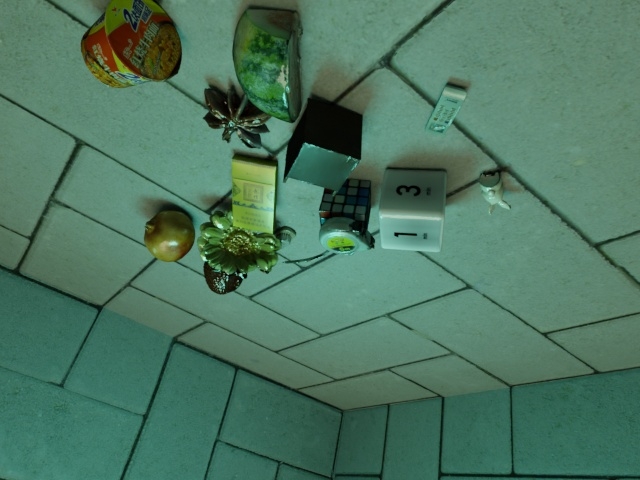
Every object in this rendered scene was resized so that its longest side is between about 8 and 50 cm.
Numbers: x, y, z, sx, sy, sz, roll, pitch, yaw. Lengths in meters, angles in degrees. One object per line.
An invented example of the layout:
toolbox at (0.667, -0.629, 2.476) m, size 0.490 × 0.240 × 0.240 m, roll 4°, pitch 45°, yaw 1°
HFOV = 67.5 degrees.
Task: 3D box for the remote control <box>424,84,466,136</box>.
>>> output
remote control at (0.332, -0.344, 1.281) m, size 0.061 × 0.029 × 0.162 m, roll 16°, pitch 151°, yaw -1°

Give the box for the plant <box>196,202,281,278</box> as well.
plant at (-0.334, 0.030, 1.839) m, size 0.297 × 0.261 × 0.306 m, roll -22°, pitch 117°, yaw 45°

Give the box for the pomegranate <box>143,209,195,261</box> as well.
pomegranate at (-0.606, -0.015, 1.926) m, size 0.209 × 0.209 × 0.209 m, roll 9°, pitch 146°, yaw 6°

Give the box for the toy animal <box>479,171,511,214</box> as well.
toy animal at (0.529, -0.149, 1.461) m, size 0.070 × 0.085 × 0.124 m, roll -20°, pitch 142°, yaw 15°

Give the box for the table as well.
table at (0.005, -0.263, 1.377) m, size 0.169 × 0.173 × 0.193 m, roll 14°, pitch 149°, yaw -15°

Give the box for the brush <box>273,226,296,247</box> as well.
brush at (-0.228, 0.024, 1.980) m, size 0.327 × 0.065 × 0.070 m, roll -20°, pitch 137°, yaw 41°

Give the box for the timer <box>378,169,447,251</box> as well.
timer at (0.292, -0.094, 1.510) m, size 0.194 × 0.193 × 0.194 m, roll 3°, pitch 145°, yaw 14°

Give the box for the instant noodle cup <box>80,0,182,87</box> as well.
instant noodle cup at (-0.488, -0.486, 1.215) m, size 0.174 × 0.213 × 0.213 m, roll -5°, pitch 143°, yaw 38°

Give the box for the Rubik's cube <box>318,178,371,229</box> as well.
Rubik's cube at (0.087, -0.102, 1.607) m, size 0.154 × 0.151 × 0.154 m, roll 7°, pitch 147°, yaw 10°

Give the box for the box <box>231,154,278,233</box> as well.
box at (-0.229, -0.156, 1.663) m, size 0.152 × 0.041 × 0.279 m, roll 11°, pitch 128°, yaw 5°

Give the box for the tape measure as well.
tape measure at (0.001, 0.000, 1.572) m, size 0.330 × 0.084 × 0.164 m, roll -9°, pitch 138°, yaw 27°

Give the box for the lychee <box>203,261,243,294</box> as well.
lychee at (-0.427, 0.147, 2.122) m, size 0.194 × 0.195 × 0.194 m, roll 9°, pitch 146°, yaw 6°

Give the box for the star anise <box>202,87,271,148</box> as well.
star anise at (-0.238, -0.358, 1.410) m, size 0.236 × 0.093 × 0.229 m, roll -9°, pitch 135°, yaw 24°

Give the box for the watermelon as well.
watermelon at (-0.116, -0.421, 1.236) m, size 0.224 × 0.180 × 0.305 m, roll 51°, pitch 162°, yaw 25°
